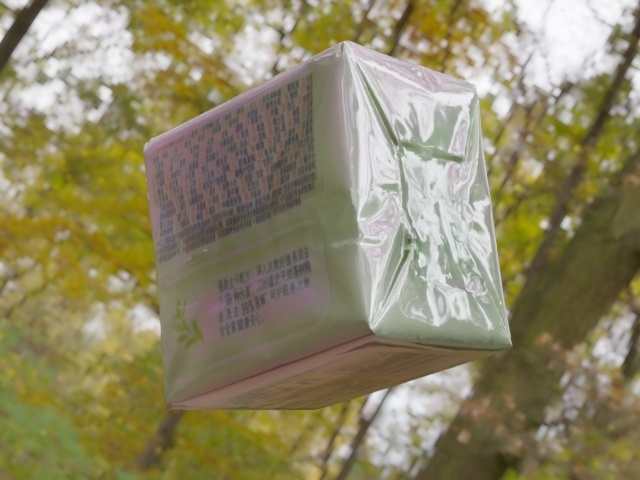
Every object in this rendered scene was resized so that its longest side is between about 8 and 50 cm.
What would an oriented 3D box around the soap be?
[{"bbox_3d":[0.000,0.000,0.964,0.138,0.182,0.199,8,-22,-43],"label":"soap"}]
